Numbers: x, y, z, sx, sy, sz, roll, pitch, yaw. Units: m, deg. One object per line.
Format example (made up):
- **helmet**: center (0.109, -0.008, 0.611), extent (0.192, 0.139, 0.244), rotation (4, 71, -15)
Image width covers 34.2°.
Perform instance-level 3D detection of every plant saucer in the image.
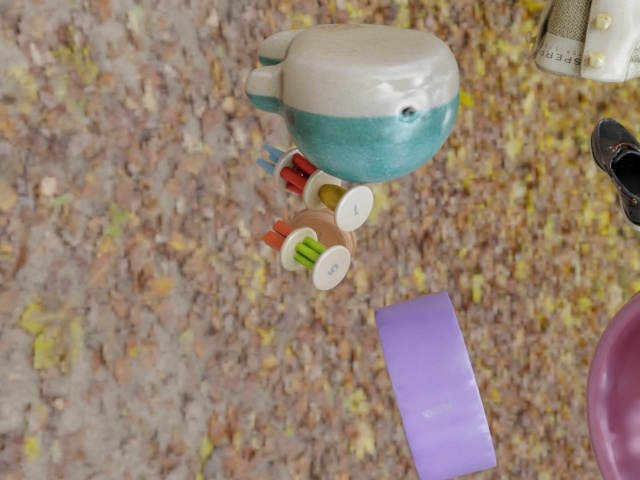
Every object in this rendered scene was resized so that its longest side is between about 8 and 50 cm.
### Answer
- **plant saucer**: center (0.000, 0.000, 1.211), extent (0.013, 0.084, 0.083), rotation (-64, 142, -56)

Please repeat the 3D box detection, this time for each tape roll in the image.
- **tape roll**: center (0.117, 0.151, 1.076), extent (0.189, 0.080, 0.188), rotation (-16, 90, -86)

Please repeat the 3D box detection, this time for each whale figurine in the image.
- **whale figurine**: center (0.026, -0.146, 1.056), extent (0.216, 0.272, 0.141), rotation (-13, 115, -21)

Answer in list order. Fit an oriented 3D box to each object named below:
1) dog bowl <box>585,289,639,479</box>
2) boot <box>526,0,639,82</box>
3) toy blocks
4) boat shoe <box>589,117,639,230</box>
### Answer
- **dog bowl**: center (0.453, 0.192, 1.084), extent (0.150, 0.408, 0.407), rotation (-12, 99, -34)
- **boot**: center (0.179, -0.211, 0.712), extent (0.262, 0.095, 0.203), rotation (-5, 122, -37)
- **toy blocks**: center (-0.024, -0.032, 1.120), extent (0.054, 0.148, 0.123), rotation (3, 113, -48)
- **boat shoe**: center (0.279, -0.068, 0.938), extent (0.042, 0.049, 0.133), rotation (82, -1, -47)
